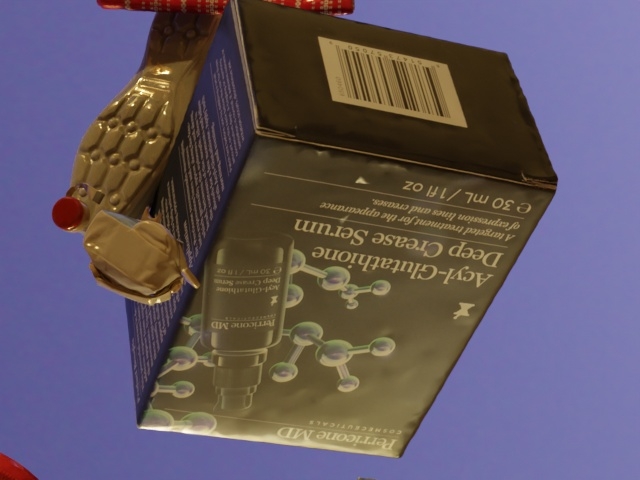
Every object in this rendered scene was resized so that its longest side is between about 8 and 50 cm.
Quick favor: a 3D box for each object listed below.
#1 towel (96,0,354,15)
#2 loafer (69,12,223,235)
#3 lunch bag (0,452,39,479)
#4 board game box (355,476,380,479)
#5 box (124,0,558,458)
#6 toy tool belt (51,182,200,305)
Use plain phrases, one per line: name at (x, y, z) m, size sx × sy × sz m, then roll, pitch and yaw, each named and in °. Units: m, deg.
towel at (-0.092, -0.324, 1.632) m, size 0.031 × 0.275 × 0.199 m, roll 73°, pitch -158°, yaw -66°
loafer at (-0.165, -0.130, 1.654) m, size 0.319 × 0.112 × 0.111 m, roll -63°, pitch -24°, yaw -20°
lunch bag at (-0.282, 0.203, 0.922) m, size 0.258 × 0.293 × 0.120 m, roll 70°, pitch -150°, yaw -42°
board game box at (0.044, 0.408, 1.968) m, size 0.060 × 0.194 × 0.194 m, roll 15°, pitch -67°, yaw -40°
box at (0.000, 0.000, 1.528) m, size 0.293 × 0.212 × 0.395 m, roll 9°, pitch -49°, yaw -19°
toy tool belt at (-0.110, 0.004, 0.887) m, size 0.052 × 0.083 × 0.051 m, roll -61°, pitch -22°, yaw 0°
